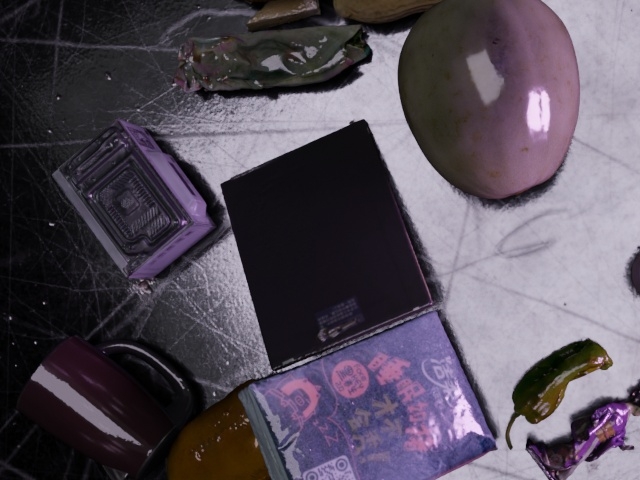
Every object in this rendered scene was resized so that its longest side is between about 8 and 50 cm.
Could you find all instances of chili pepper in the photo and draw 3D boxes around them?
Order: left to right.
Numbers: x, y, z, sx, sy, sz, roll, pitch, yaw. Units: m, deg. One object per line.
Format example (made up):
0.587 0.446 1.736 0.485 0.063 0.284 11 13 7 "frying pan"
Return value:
0.329 0.218 1.529 0.204 0.072 0.073 -42 83 7 "chili pepper"

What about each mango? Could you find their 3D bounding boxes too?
-0.123 0.312 1.582 0.249 0.156 0.151 -41 117 6 "mango"

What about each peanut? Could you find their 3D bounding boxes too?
0.122 -0.385 1.584 0.214 0.090 0.098 -15 82 10 "peanut"

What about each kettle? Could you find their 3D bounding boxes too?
-0.322 0.255 1.644 0.232 0.144 0.202 35 64 5 "kettle"

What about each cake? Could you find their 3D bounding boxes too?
-0.060 -0.354 1.639 0.121 0.052 0.065 -35 84 8 "cake"

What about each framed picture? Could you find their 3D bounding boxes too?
0.000 0.000 1.569 0.255 0.014 0.338 -24 60 10 "framed picture"

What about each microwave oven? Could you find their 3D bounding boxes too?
-0.288 -0.064 1.640 0.162 0.122 0.208 -39 81 9 "microwave oven"

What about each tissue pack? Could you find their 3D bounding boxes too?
0.069 0.257 1.498 0.316 0.103 0.227 -20 83 -22 "tissue pack"

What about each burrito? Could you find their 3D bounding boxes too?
-0.076 -0.280 1.634 0.309 0.066 0.096 -5 84 9 "burrito"

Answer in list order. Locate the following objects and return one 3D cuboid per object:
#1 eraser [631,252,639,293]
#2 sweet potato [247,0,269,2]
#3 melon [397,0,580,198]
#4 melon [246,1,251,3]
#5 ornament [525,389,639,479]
0.636 0.059 1.437 0.332 0.150 0.331 -1 85 12 "eraser"
0.025 -0.453 1.568 0.423 0.130 0.130 -22 83 -12 "sweet potato"
0.235 -0.214 1.474 0.272 0.272 0.307 6 80 12 "melon"
-0.133 -0.436 1.640 0.203 0.093 0.139 -20 92 15 "melon"
0.402 0.282 1.507 0.203 0.088 0.081 -30 84 7 "ornament"
